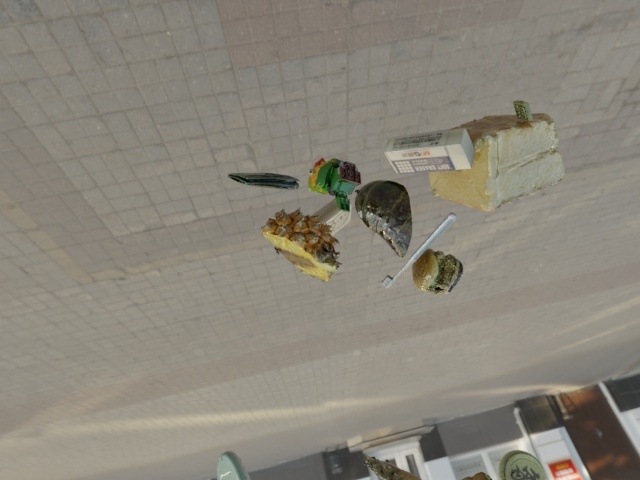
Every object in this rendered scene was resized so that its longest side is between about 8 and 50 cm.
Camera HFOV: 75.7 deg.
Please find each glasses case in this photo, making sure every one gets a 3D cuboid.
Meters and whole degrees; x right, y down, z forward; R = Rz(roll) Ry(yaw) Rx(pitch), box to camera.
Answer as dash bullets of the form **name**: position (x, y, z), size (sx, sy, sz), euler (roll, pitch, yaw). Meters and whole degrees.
- **glasses case**: position (-0.007, -0.053, 1.794), size (0.336, 0.076, 0.144), euler (-38, 154, -21)

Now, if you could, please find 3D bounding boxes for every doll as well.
- **doll**: position (0.033, -0.172, 1.200), size (0.106, 0.186, 0.135), euler (6, 104, -40)

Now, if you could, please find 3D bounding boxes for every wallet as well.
- **wallet**: position (-0.214, -0.233, 1.565), size (0.235, 0.160, 0.055), euler (0, 104, -39)

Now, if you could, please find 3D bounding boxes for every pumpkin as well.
- **pumpkin**: position (0.201, -0.090, 1.325), size (0.162, 0.279, 0.111), euler (3, 160, -11)

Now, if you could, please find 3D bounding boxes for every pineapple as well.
- **pineapple**: position (0.003, 0.001, 1.493), size (0.286, 0.209, 0.344), euler (11, 153, 41)

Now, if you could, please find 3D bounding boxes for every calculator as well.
- **calculator**: position (-0.201, 0.693, 1.049), size (0.042, 0.295, 0.184), euler (-5, 149, -39)

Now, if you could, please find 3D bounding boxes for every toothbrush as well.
- **toothbrush**: position (0.298, 0.038, 1.271), size (0.030, 0.025, 0.342), euler (34, 125, -6)

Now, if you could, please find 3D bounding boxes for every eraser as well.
- **eraser**: position (0.366, -0.298, 1.396), size (0.278, 0.081, 0.124), euler (3, 150, 40)

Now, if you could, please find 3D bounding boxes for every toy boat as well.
- **toy boat**: position (0.657, -0.422, 1.339), size (0.016, 0.115, 0.063), euler (-20, 106, 15)

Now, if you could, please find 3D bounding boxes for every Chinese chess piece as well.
- **Chinese chess piece**: position (0.652, 0.759, 1.332), size (0.144, 0.144, 0.058), euler (-13, 161, -2)

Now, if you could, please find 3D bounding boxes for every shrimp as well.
- **shrimp**: position (0.176, 0.706, 1.205), size (0.168, 0.058, 0.296), euler (-6, 174, -29)

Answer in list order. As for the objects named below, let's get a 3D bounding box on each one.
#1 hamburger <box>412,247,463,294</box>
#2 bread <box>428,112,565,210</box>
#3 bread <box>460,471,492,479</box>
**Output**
- **hamburger**: position (0.379, 0.109, 1.367), size (0.131, 0.185, 0.159), euler (17, 110, -17)
- **bread**: position (0.637, -0.308, 1.548), size (0.370, 0.390, 0.280), euler (-19, 110, -14)
- **bread**: position (0.486, 0.796, 1.267), size (0.140, 0.128, 0.069), euler (-41, 127, 15)
